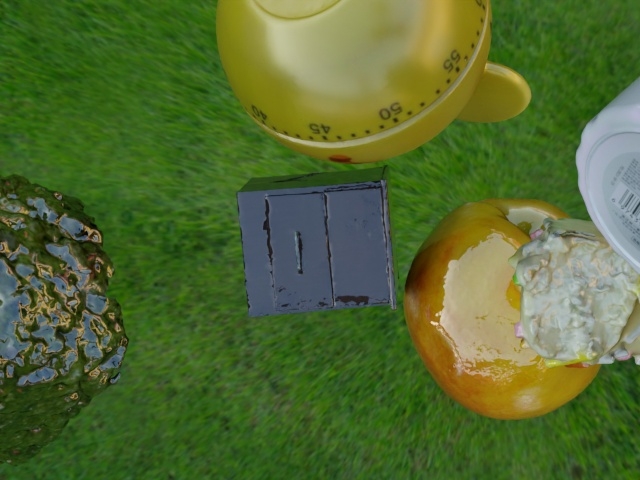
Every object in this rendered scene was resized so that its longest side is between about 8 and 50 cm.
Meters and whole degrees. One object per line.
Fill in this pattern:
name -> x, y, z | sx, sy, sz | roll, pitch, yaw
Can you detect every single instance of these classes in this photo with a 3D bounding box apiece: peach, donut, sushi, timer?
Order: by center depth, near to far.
donut -> 0.380, 0.086, 1.213 | 0.371, 0.307, 0.150 | 20, 105, 31
sushi -> -0.383, 0.090, 1.418 | 0.352, 0.178, 0.294 | -46, 53, 37
timer -> 0.054, -0.250, 1.547 | 0.376, 0.387, 0.376 | -9, 64, 19
peach -> 0.248, 0.106, 1.663 | 0.289, 0.289, 0.308 | 18, 119, 8

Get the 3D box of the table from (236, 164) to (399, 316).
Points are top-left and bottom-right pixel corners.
table -> 0.000, 0.000, 1.615 | 0.193, 0.172, 0.169 | -4, 100, 6

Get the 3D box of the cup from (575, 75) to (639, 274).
cup -> 0.288, -0.083, 0.777 | 0.202, 0.221, 0.167 | -37, 74, -24
